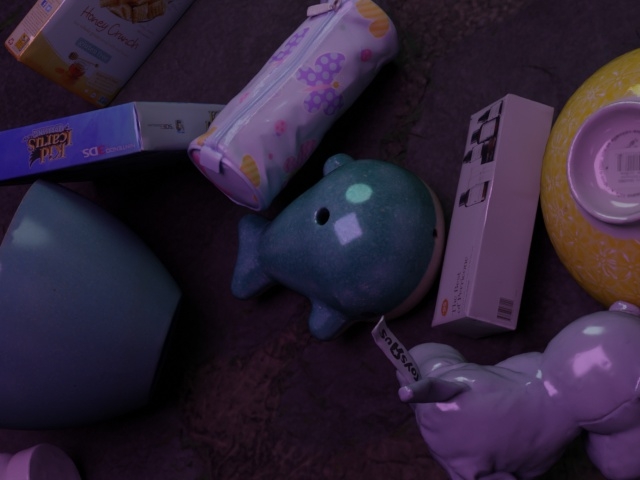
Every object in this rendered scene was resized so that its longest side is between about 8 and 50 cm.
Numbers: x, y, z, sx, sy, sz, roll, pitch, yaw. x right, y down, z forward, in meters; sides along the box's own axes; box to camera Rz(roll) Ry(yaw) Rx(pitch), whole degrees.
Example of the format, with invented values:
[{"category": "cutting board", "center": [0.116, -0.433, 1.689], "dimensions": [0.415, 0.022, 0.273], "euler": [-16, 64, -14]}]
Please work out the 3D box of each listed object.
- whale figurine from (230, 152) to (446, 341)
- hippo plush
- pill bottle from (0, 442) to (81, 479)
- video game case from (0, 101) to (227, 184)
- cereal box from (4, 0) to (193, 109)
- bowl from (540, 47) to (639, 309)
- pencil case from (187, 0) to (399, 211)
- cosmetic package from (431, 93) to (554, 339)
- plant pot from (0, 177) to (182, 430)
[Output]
[{"category": "whale figurine", "center": [0.000, 0.000, 1.732], "dimensions": [0.272, 0.141, 0.216], "euler": [-5, 71, 35]}, {"category": "hippo plush", "center": [0.207, 0.141, 1.503], "dimensions": [0.236, 0.294, 0.234], "euler": [-26, 29, 2]}, {"category": "pill bottle", "center": [-0.396, 0.323, 1.881], "dimensions": [0.221, 0.121, 0.121], "euler": [-24, 61, 24]}, {"category": "video game case", "center": [-0.246, -0.113, 1.868], "dimensions": [0.269, 0.244, 0.061], "euler": [-9, 90, 30]}, {"category": "cereal box", "center": [-0.259, -0.294, 1.991], "dimensions": [0.240, 0.173, 0.047], "euler": [-49, 54, 9]}, {"category": "bowl", "center": [0.319, -0.062, 1.508], "dimensions": [0.289, 0.156, 0.289], "euler": [-5, 80, 34]}, {"category": "pencil case", "center": [-0.027, -0.161, 1.780], "dimensions": [0.113, 0.124, 0.273], "euler": [36, 76, 14]}, {"category": "cosmetic package", "center": [0.177, -0.023, 1.648], "dimensions": [0.099, 0.060, 0.239], "euler": [148, 135, -70]}, {"category": "plant pot", "center": [-0.270, 0.096, 1.818], "dimensions": [0.195, 0.290, 0.290], "euler": [18, 81, -1]}]
